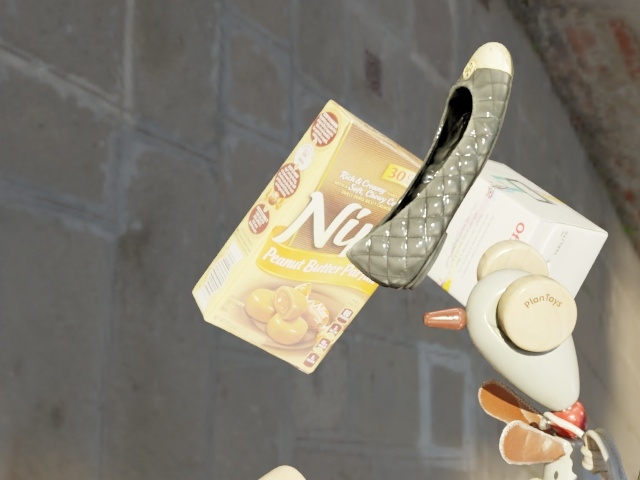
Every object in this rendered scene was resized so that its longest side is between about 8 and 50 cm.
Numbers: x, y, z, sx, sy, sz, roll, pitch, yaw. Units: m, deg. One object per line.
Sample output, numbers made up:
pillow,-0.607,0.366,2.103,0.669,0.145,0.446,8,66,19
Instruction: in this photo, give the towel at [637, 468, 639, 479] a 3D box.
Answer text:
towel,0.353,0.176,0.852,0.056,0.324,0.312,34,72,-9

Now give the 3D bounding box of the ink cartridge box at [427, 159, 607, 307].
ink cartridge box,0.300,-0.002,1.893,0.197,0.270,0.198,9,114,-41

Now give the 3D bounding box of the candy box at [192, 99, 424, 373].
candy box,0.000,0.000,1.439,0.183,0.316,0.087,30,13,-31

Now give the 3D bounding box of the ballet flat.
ballet flat,0.073,-0.051,0.689,0.049,0.057,0.173,28,80,-11

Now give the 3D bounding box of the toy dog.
toy dog,0.222,0.169,1.278,0.220,0.160,0.334,59,16,-84

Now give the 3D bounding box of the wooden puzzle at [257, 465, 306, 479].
wooden puzzle,-0.039,0.370,1.130,0.221,0.238,0.044,-29,154,-39
